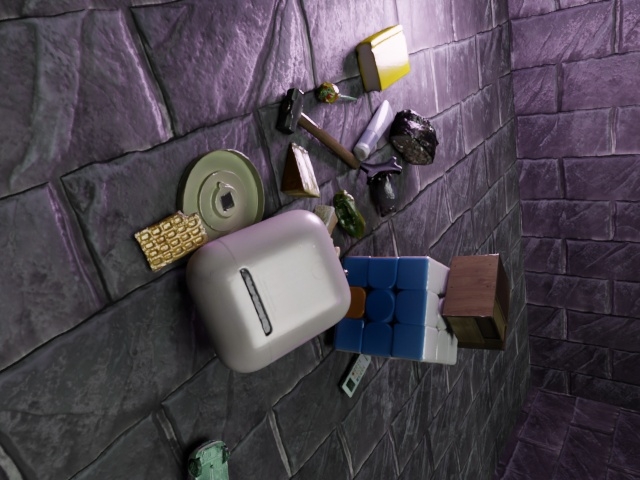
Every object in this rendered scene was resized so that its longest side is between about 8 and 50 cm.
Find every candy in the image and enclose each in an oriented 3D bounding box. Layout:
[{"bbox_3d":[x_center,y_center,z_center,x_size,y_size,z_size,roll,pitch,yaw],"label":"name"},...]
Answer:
[{"bbox_3d":[0.057,-0.418,1.367,0.201,0.060,0.061,-16,106,-57],"label":"candy"}]

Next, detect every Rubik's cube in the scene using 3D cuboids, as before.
[{"bbox_3d":[0.242,0.215,1.450,0.291,0.291,0.291,23,70,-52],"label":"Rubik's cube"}]

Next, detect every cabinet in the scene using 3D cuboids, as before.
[{"bbox_3d":[0.455,0.180,1.377,0.175,0.148,0.215,55,42,-38],"label":"cabinet"}]

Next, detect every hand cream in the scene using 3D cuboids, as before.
[{"bbox_3d":[0.177,-0.355,1.523,0.255,0.048,0.080,-59,140,-35],"label":"hand cream"}]

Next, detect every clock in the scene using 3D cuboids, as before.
[{"bbox_3d":[-0.216,-0.087,1.063,0.234,0.029,0.235,-8,100,-51],"label":"clock"}]

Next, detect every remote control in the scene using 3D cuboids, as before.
[{"bbox_3d":[0.115,0.423,1.538,0.166,0.029,0.065,-54,126,-33],"label":"remote control"}]

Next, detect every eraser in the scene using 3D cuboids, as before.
[{"bbox_3d":[0.204,-0.582,1.511,0.226,0.069,0.158,-44,125,-41],"label":"eraser"}]

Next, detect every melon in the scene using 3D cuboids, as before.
[{"bbox_3d":[-0.002,-0.005,1.344,0.182,0.054,0.098,-68,154,-20],"label":"melon"}]

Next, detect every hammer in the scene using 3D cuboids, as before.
[{"bbox_3d":[0.014,-0.284,1.327,0.365,0.043,0.111,27,73,-51],"label":"hammer"}]

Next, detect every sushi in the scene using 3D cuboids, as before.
[{"bbox_3d":[0.331,-0.360,1.653,0.225,0.124,0.127,34,68,-48],"label":"sushi"}]

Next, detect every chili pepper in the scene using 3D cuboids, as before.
[{"bbox_3d":[0.099,-0.058,1.432,0.073,0.072,0.204,-58,134,-33],"label":"chili pepper"}]

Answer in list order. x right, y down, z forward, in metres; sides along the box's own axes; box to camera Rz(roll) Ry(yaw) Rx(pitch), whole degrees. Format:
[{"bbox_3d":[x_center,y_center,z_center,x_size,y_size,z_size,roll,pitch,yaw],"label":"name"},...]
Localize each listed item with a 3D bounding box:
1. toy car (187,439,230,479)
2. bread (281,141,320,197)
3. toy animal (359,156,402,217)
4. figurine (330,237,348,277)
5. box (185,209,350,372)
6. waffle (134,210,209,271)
[{"bbox_3d":[-0.253,0.558,1.051,0.090,0.076,0.225,-3,88,-50],"label":"toy car"},{"bbox_3d":[-0.041,-0.185,1.232,0.074,0.084,0.140,20,78,-50],"label":"bread"},{"bbox_3d":[0.198,-0.176,1.561,0.117,0.120,0.210,-111,-173,-45],"label":"toy animal"},{"bbox_3d":[-0.001,0.046,1.264,0.196,0.114,0.108,34,57,-36],"label":"figurine"},{"bbox_3d":[-0.103,0.103,1.048,0.348,0.141,0.289,-24,97,-31],"label":"box"},{"bbox_3d":[-0.297,-0.006,0.954,0.135,0.021,0.092,-34,120,-29],"label":"waffle"}]
